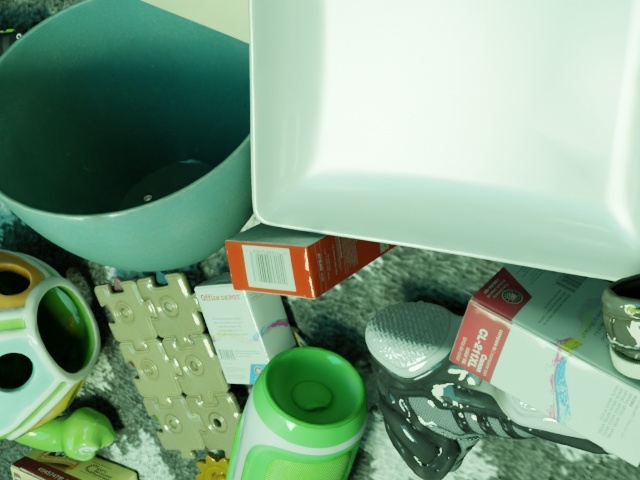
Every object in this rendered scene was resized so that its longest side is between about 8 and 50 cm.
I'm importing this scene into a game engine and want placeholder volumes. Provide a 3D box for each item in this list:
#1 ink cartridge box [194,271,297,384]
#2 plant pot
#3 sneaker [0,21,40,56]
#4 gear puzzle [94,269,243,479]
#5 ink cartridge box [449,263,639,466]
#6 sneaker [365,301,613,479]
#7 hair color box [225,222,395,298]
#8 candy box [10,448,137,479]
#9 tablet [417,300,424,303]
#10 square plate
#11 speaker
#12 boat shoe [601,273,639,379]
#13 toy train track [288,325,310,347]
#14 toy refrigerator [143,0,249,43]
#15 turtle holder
[{"bbox_3d":[-0.081,0.097,1.037,0.088,0.052,0.123,-6,108,45],"label":"ink cartridge box"},{"bbox_3d":[-0.165,-0.082,0.907,0.290,0.290,0.195,24,152,26],"label":"plant pot"},{"bbox_3d":[-0.355,-0.222,1.094,0.234,0.084,0.097,33,112,13],"label":"sneaker"},{"bbox_3d":[-0.153,0.190,1.148,0.175,0.044,0.339,-10,106,37],"label":"gear puzzle"},{"bbox_3d":[0.218,0.090,0.771,0.175,0.127,0.072,29,126,23],"label":"ink cartridge box"},{"bbox_3d":[0.163,0.165,0.867,0.268,0.101,0.153,20,125,27],"label":"sneaker"},{"bbox_3d":[0.000,0.000,0.863,0.093,0.167,0.053,4,111,35],"label":"hair color box"},{"bbox_3d":[-0.348,0.473,1.380,0.182,0.087,0.317,11,116,32],"label":"candy box"},{"bbox_3d":[0.116,0.105,0.933,0.083,0.006,0.054,46,129,10],"label":"tablet"},{"bbox_3d":[0.110,-0.149,0.688,0.343,0.049,0.347,9,120,16],"label":"square plate"},{"bbox_3d":[-0.034,0.254,1.012,0.131,0.131,0.297,32,133,20],"label":"speaker"},{"bbox_3d":[0.320,0.039,0.660,0.227,0.081,0.069,-16,115,10],"label":"boat shoe"},{"bbox_3d":[-0.004,0.127,1.026,0.083,0.014,0.048,45,137,18],"label":"toy train track"},{"bbox_3d":[-0.095,-0.260,0.846,0.269,0.102,0.094,26,152,25],"label":"toy refrigerator"},{"bbox_3d":[-0.408,0.165,1.191,0.227,0.243,0.320,-12,94,21],"label":"turtle holder"}]
